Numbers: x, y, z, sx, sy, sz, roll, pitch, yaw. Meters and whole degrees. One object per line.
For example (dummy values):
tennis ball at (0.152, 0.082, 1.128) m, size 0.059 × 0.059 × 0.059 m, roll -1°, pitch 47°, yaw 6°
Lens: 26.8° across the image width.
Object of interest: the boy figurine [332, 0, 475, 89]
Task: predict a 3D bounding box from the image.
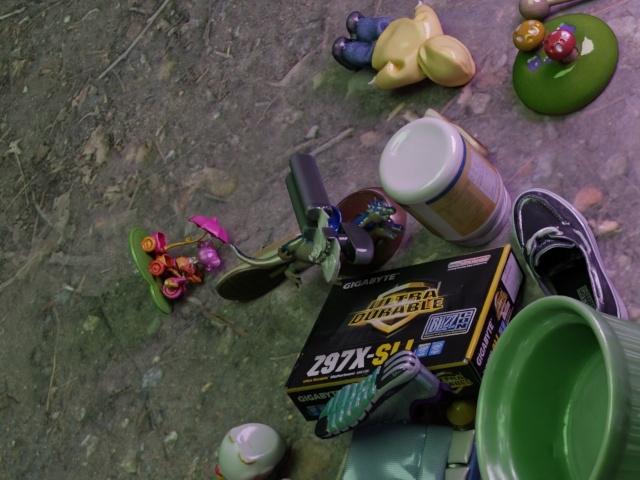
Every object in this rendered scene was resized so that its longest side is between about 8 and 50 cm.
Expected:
boy figurine at (0.155, -0.338, 2.350) m, size 0.285 × 0.092 × 0.177 m, roll 17°, pitch 76°, yaw 42°

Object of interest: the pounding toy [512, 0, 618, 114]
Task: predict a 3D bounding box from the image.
pounding toy at (0.374, -0.328, 2.156) m, size 0.182 × 0.110 × 0.237 m, roll -9°, pitch 60°, yaw 34°

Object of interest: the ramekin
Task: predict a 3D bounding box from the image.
ramekin at (0.343, 0.233, 1.749) m, size 0.303 × 0.148 × 0.304 m, roll -40°, pitch 44°, yaw 54°

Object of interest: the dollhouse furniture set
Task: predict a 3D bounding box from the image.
dollhouse furniture set at (0.060, 0.331, 1.883) m, size 0.286 × 0.198 × 0.303 m, roll 6°, pitch 61°, yaw 20°

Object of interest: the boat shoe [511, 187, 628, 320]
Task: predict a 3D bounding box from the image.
boat shoe at (0.348, 0.024, 1.972) m, size 0.108 × 0.102 × 0.301 m, roll -34°, pitch 49°, yaw 18°

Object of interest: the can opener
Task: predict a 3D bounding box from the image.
can opener at (0.006, -0.036, 2.134) m, size 0.280 × 0.093 × 0.074 m, roll -115°, pitch 32°, yaw -49°

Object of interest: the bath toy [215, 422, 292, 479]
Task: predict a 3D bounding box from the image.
bath toy at (-0.087, 0.446, 2.062) m, size 0.151 × 0.129 × 0.348 m, roll -7°, pitch 50°, yaw -17°

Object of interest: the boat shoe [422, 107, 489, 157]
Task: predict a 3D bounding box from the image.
boat shoe at (0.215, -0.161, 2.222) m, size 0.059 × 0.063 × 0.170 m, roll -53°, pitch 36°, yaw 4°

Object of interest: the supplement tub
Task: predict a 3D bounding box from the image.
supplement tub at (0.196, -0.085, 2.089) m, size 0.144 × 0.199 × 0.144 m, roll -19°, pitch 55°, yaw 29°

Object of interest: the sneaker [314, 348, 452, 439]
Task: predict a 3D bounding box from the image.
sneaker at (0.084, 0.243, 1.906) m, size 0.223 × 0.098 × 0.083 m, roll -39°, pitch 21°, yaw 41°

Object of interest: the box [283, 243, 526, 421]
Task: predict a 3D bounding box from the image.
box at (0.129, 0.141, 2.031) m, size 0.322 × 0.079 × 0.257 m, roll -13°, pitch 35°, yaw 33°

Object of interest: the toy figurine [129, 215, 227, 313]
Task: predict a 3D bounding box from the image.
toy figurine at (-0.241, 0.026, 2.449) m, size 0.159 × 0.130 × 0.173 m, roll -23°, pitch 74°, yaw 15°

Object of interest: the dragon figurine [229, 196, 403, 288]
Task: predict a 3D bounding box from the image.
dragon figurine at (0.000, 0.000, 2.219) m, size 0.289 × 0.085 × 0.144 m, roll -4°, pitch 36°, yaw 37°

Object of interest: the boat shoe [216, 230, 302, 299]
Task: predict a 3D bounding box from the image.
boat shoe at (-0.097, 0.041, 2.352) m, size 0.190 × 0.068 × 0.072 m, roll -24°, pitch 39°, yaw 14°

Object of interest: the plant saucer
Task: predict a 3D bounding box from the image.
plant saucer at (0.067, -0.021, 2.275) m, size 0.168 × 0.029 × 0.169 m, roll -19°, pitch 56°, yaw 30°
